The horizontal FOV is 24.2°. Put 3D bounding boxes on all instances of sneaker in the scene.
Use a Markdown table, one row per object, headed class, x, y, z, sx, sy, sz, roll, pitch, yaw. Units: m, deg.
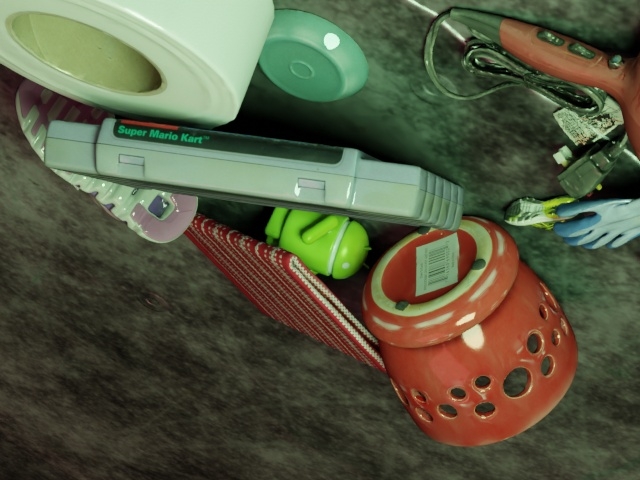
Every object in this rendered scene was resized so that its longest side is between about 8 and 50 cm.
| class | x | y | z | sx | sy | sz | roll | pitch | yaw |
| --- | --- | --- | --- | --- | --- | --- | --- | --- | --- |
| sneaker | -0.244 | -0.089 | 1.617 | 0.236 | 0.095 | 0.104 | 45 | 167 | -23 |
| sneaker | 0.216 | -0.020 | 1.440 | 0.083 | 0.031 | 0.035 | -2 | 141 | 38 |

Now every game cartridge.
| class | x | y | z | sx | sy | sz | roll | pitch | yaw |
| --- | --- | --- | --- | --- | --- | --- | --- | --- | --- |
| game cartridge | -0.056 | -0.064 | 1.415 | 0.355 | 0.068 | 0.230 | 8 | 175 | 15 |

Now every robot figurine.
| class | x | y | z | sx | sy | sz | roll | pitch | yaw |
| --- | --- | --- | --- | --- | --- | --- | --- | --- | --- |
| robot figurine | 0.000 | 0.000 | 1.592 | 0.115 | 0.067 | 0.101 | 20 | 155 | 10 |

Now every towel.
| class | x | y | z | sx | sy | sz | roll | pitch | yaw |
| --- | --- | --- | --- | --- | --- | --- | --- | --- | --- |
| towel | -0.046 | 0.045 | 1.637 | 0.199 | 0.031 | 0.275 | 47 | 166 | -32 |

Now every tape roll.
| class | x | y | z | sx | sy | sz | roll | pitch | yaw |
| --- | --- | --- | --- | --- | --- | --- | --- | --- | --- |
| tape roll | -0.187 | -0.202 | 1.306 | 0.286 | 0.100 | 0.286 | 17 | 164 | 5 |

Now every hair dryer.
| class | x | y | z | sx | sy | sz | roll | pitch | yaw |
| --- | --- | --- | --- | --- | --- | --- | --- | --- | --- |
| hair dryer | 0.224 | -0.128 | 1.217 | 0.224 | 0.080 | 0.293 | 36 | 148 | -18 |

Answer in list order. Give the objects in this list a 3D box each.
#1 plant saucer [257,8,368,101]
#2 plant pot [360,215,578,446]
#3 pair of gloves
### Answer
| class | x | y | z | sx | sy | sz | roll | pitch | yaw |
| --- | --- | --- | --- | --- | --- | --- | --- | --- | --- |
| plant saucer | -0.014 | -0.165 | 1.388 | 0.119 | 0.021 | 0.119 | 18 | 149 | 11 |
| plant pot | 0.141 | 0.085 | 1.508 | 0.191 | 0.191 | 0.174 | -3 | 134 | 39 |
| pair of gloves | 0.312 | -0.003 | 1.361 | 0.198 | 0.023 | 0.159 | 18 | 158 | -23 |
